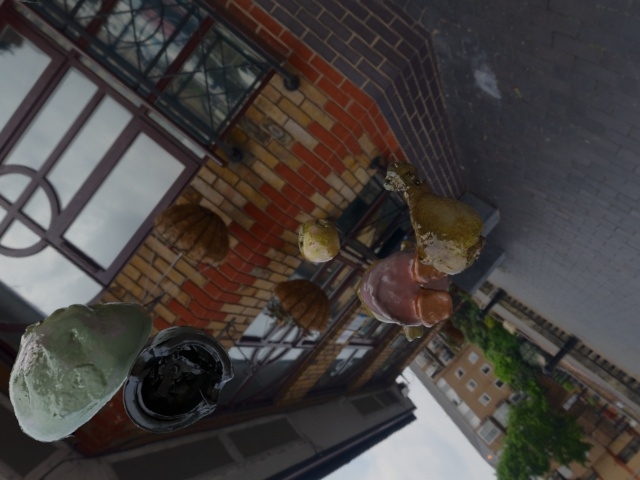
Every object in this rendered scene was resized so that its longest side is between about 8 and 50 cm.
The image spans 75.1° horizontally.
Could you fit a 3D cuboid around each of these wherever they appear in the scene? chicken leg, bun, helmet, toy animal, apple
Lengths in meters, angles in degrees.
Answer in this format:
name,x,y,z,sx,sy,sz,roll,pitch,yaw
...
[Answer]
name,x,y,z,sx,sy,sz,roll,pitch,yaw
chicken leg,0.172,-0.050,0.666,0.087,0.108,0.251,92,159,-45
bun,-0.477,0.220,0.801,0.187,0.293,0.293,44,-177,-21
helmet,-0.240,0.215,0.699,0.153,0.176,0.107,33,-175,-28
toy animal,0.161,0.102,0.852,0.169,0.195,0.281,-1,172,3
apple,0.000,0.000,1.284,0.146,0.146,0.146,39,-175,-4
